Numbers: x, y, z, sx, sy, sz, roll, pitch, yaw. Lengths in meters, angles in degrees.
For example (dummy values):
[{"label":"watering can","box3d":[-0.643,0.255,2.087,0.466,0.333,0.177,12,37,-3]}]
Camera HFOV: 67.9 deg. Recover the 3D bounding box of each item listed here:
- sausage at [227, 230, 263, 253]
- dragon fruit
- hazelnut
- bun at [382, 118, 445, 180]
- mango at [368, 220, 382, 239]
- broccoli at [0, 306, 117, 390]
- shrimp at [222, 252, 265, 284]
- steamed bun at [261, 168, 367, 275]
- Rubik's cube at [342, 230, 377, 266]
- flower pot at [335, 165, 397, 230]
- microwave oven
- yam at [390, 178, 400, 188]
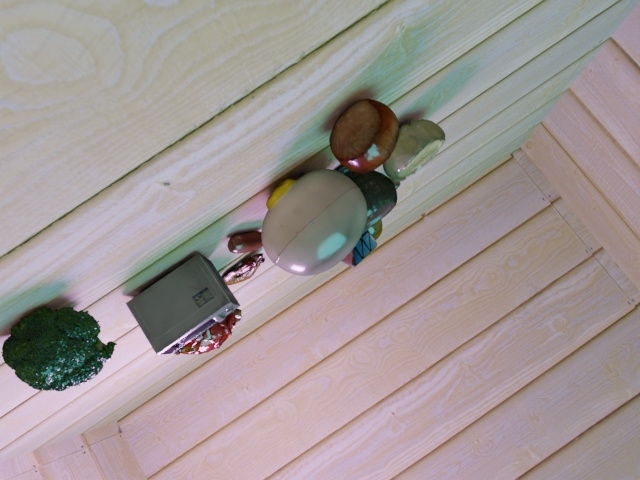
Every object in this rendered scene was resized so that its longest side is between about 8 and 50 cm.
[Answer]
[{"label":"sausage","box3d":[-0.265,0.006,1.734,0.077,0.077,0.194,-41,166,28]},{"label":"dragon fruit","box3d":[-0.486,0.320,1.895,0.342,0.278,0.277,-8,157,-24]},{"label":"hazelnut","box3d":[0.132,-0.292,1.359,0.214,0.176,0.214,-15,142,-12]},{"label":"bun","box3d":[0.324,-0.342,1.756,0.259,0.152,0.259,-36,169,-8]},{"label":"mango","box3d":[0.194,-0.088,2.317,0.192,0.146,0.316,-22,147,14]},{"label":"broccoli","box3d":[-0.737,0.297,1.343,0.269,0.261,0.242,-34,-153,15]},{"label":"shrimp","box3d":[-0.332,0.126,2.053,0.154,0.062,0.294,-10,155,-49]},{"label":"steamed bun","box3d":[-0.020,-0.056,1.563,0.374,0.334,0.334,-42,166,17]},{"label":"Rubik's cube","box3d":[0.130,-0.004,2.200,0.229,0.228,0.233,-46,171,-14]},{"label":"flower pot","box3d":[0.134,-0.154,1.829,0.301,0.213,0.302,-32,167,-8]},{"label":"microwave oven","box3d":[-0.464,0.222,1.647,0.295,0.238,0.181,-35,168,-4]},{"label":"yam","box3d":[0.276,-0.199,2.368,0.317,0.067,0.071,-43,176,39]}]
